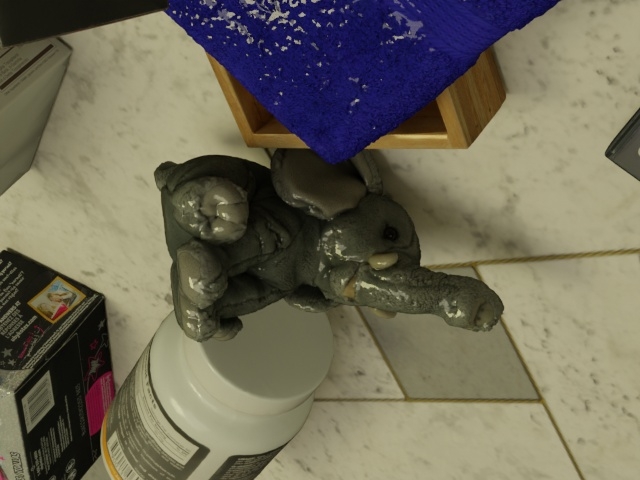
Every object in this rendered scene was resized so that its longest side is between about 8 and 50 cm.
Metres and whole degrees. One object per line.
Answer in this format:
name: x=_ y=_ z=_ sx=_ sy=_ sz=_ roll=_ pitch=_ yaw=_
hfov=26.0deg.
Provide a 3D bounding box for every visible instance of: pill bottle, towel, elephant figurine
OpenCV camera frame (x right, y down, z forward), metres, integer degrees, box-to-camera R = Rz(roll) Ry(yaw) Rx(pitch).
pill bottle: x=-0.099 y=0.147 z=1.307 sx=0.162 sy=0.162 sz=0.278 roll=39 pitch=141 yaw=1
towel: x=0.016 y=-0.184 z=0.843 sx=0.228 sy=0.076 sz=0.308 roll=46 pitch=141 yaw=-6
elephant figurine: x=0.000 y=0.000 z=1.105 sx=0.169 sy=0.239 sz=0.186 roll=138 pitch=125 yaw=-77

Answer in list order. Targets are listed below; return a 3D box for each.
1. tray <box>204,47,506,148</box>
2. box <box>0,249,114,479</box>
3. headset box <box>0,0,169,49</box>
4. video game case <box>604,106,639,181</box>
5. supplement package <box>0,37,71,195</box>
tray: x=-0.029 y=-0.252 z=0.934 sx=0.202 sy=0.076 sz=0.411 roll=3 pitch=129 yaw=37
box: x=-0.330 y=0.166 z=1.510 sx=0.142 sy=0.163 sz=0.247 roll=22 pitch=138 yaw=19
headset box: x=-0.196 y=-0.245 z=0.872 sx=0.293 sy=0.110 sz=0.218 roll=-151 pitch=46 yaw=-65
video game case: x=0.340 y=-0.034 z=0.878 sx=0.274 sy=0.026 sz=0.196 roll=38 pitch=142 yaw=5
supplement package: x=-0.375 y=-0.084 z=1.227 sx=0.145 sy=0.262 sz=0.204 roll=39 pitch=142 yaw=2
